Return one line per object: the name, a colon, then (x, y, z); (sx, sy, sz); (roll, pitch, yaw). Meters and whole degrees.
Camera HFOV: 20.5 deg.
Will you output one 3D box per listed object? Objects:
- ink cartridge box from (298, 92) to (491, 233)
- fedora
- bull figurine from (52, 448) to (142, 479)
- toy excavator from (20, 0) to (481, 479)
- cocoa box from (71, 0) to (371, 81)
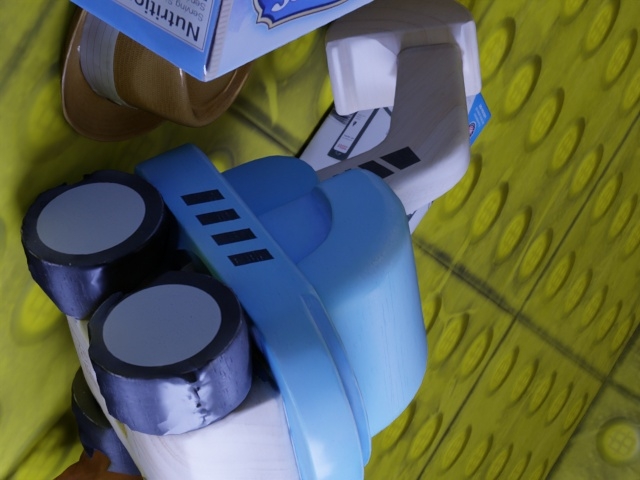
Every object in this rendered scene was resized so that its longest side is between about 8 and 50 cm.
ink cartridge box: (0.060, -0.078, 1.644); (0.203, 0.086, 0.148); (-57, 157, -7)
fedora: (-0.100, -0.137, 1.255); (0.194, 0.079, 0.194); (-44, 152, -30)
bull figurine: (-0.150, 0.218, 1.421); (0.188, 0.310, 0.101); (-33, 113, -19)
toy excavator: (0.000, 0.000, 1.365); (0.445, 0.433, 0.222); (-22, 130, -15)
cocoa box: (-0.025, -0.282, 1.030); (0.347, 0.231, 0.228); (-32, 147, -46)
